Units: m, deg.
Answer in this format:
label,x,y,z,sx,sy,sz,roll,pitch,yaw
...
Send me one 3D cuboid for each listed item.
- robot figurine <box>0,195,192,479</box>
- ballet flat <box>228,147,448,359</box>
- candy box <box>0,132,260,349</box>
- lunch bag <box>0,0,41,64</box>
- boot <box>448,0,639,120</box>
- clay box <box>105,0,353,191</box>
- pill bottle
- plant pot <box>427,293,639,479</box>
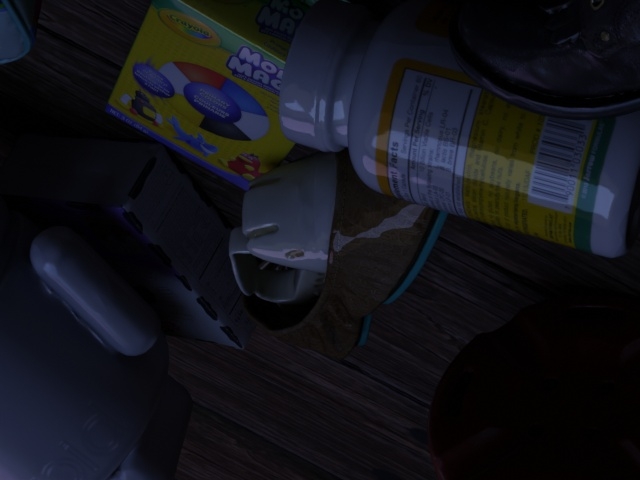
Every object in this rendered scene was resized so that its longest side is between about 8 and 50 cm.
label,x,y,z,sx,sy,sz,roll,pitch,yaw
robot figurine,-0.263,0.087,1.363,0.300,0.200,0.353,-32,121,31
ballet flat,0.000,0.000,1.191,0.124,0.116,0.342,6,162,-8
candy box,-0.156,0.001,1.413,0.164,0.070,0.196,6,147,38
lunch bag,-0.306,-0.209,1.050,0.279,0.108,0.224,6,154,8
boot,0.157,-0.162,0.788,0.263,0.091,0.229,7,143,30
clay box,-0.059,-0.115,1.112,0.127,0.053,0.222,29,156,-5
pill bottle,0.087,-0.071,0.961,0.208,0.118,0.117,16,153,17
plant pot,0.208,0.198,1.225,0.272,0.272,0.265,10,142,33
